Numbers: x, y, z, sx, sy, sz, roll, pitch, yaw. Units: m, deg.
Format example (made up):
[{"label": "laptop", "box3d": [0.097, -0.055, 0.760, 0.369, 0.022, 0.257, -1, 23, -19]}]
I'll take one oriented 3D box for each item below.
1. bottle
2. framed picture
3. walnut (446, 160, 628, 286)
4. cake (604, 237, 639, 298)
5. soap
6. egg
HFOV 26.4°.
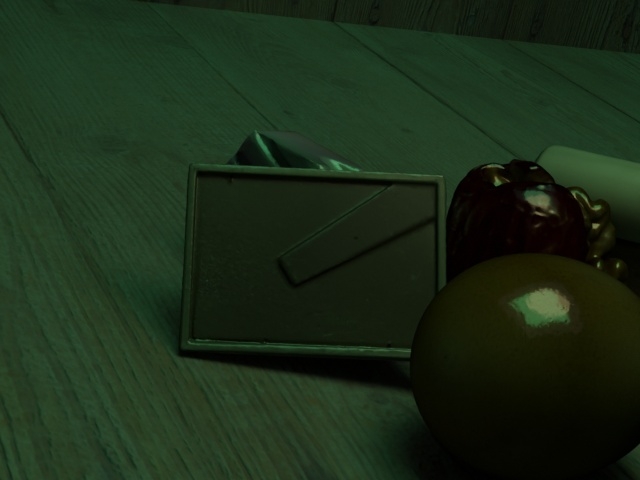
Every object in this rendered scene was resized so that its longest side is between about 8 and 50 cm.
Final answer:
[{"label": "bottle", "box3d": [0.359, -0.066, 1.829, 0.245, 0.104, 0.104, 16, 20, 35]}, {"label": "framed picture", "box3d": [-0.006, 0.026, 1.656, 0.324, 0.240, 0.020, 2, -16, -5]}, {"label": "walnut", "box3d": [0.273, 0.036, 1.747, 0.244, 0.269, 0.222, 3, 9, 8]}, {"label": "cake", "box3d": [0.470, 0.070, 1.882, 0.293, 0.198, 0.196, 15, 28, 24]}, {"label": "soap", "box3d": [0.000, 0.000, 1.782, 0.109, 0.193, 0.324, -7, 56, -49]}, {"label": "egg", "box3d": [0.247, 0.140, 1.498, 0.322, 0.250, 0.250, 5, 22, -36]}]
